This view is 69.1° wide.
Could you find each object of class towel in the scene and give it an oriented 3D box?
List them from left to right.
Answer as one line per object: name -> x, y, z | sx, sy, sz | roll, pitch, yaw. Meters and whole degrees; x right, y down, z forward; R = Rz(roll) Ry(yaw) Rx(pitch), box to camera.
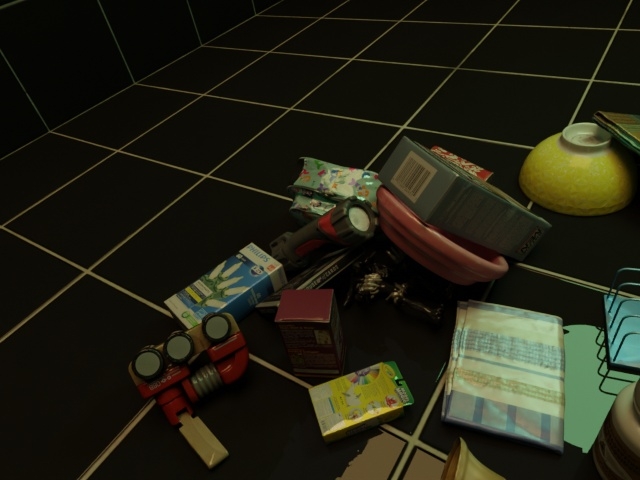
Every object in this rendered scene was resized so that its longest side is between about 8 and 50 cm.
towel -> 0.352, 0.242, 0.888 | 0.210, 0.034, 0.284 | 8, 47, 18
towel -> 0.860, -0.191, 1.117 | 0.272, 0.040, 0.370 | -5, 48, -32

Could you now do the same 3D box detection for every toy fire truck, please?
toy fire truck -> -0.228, 0.288, 0.916 | 0.217, 0.246, 0.158 | -27, 1, -18

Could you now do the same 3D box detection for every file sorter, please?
file sorter -> 0.616, 0.149, 0.874 | 0.118, 0.104, 0.170 | 7, 45, 21

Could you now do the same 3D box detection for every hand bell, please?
hand bell -> 0.306, 0.403, 0.689 | 0.242, 0.126, 0.126 | 19, 49, 13

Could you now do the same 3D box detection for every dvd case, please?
dvd case -> -0.028, 0.092, 1.067 | 0.239, 0.029, 0.179 | -34, 5, -24

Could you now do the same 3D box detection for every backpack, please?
backpack -> 0.054, -0.092, 1.190 | 0.254, 0.225, 0.190 | 8, 67, 18

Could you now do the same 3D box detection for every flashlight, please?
flashlight -> 0.000, 0.000, 1.077 | 0.103, 0.304, 0.103 | 11, 63, -34

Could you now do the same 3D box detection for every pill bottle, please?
pill bottle -> 0.487, 0.277, 0.666 | 0.131, 0.229, 0.131 | -7, 41, 6

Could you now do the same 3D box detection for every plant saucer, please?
plant saucer -> 0.256, -0.009, 1.041 | 0.332, 0.084, 0.332 | 29, 20, -12

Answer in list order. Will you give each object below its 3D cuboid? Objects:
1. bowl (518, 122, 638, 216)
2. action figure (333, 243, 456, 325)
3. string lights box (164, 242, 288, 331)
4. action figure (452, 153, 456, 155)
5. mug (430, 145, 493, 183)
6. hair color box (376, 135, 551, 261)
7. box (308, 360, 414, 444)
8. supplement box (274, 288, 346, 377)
bowl -> 0.685, -0.212, 1.221 | 0.290, 0.155, 0.289 | -6, 42, 6
action figure -> 0.151, 0.086, 1.030 | 0.276, 0.140, 0.164 | 17, 54, 25
string lights box -> -0.222, 0.127, 1.116 | 0.260, 0.076, 0.133 | -36, 46, -25
action figure -> 0.308, -0.193, 1.356 | 0.232, 0.063, 0.137 | -28, 42, -12
mug -> 0.365, -0.173, 1.267 | 0.169, 0.150, 0.113 | 34, 101, 18
hair color box -> 0.324, -0.084, 1.028 | 0.375, 0.113, 0.185 | 17, 25, -38
box -> 0.077, 0.301, 0.879 | 0.179, 0.043, 0.105 | -19, 41, -4
supplement box -> -0.014, 0.186, 0.917 | 0.104, 0.188, 0.080 | -2, 42, 12
